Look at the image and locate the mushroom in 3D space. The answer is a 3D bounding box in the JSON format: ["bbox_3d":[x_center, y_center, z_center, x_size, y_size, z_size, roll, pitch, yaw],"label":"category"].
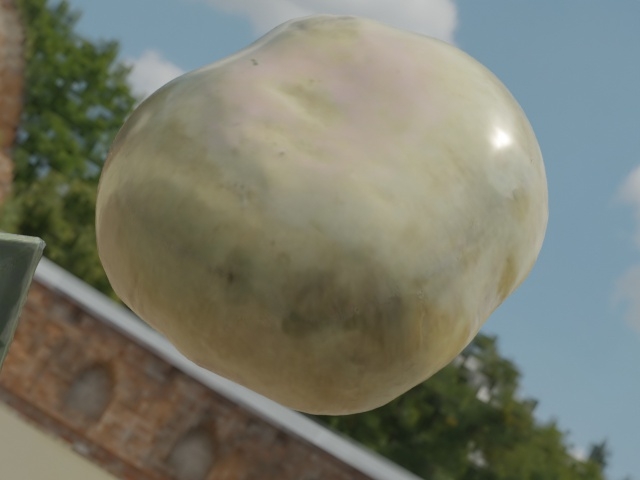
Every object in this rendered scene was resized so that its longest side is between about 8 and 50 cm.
[{"bbox_3d":[0.000,0.000,1.004,0.260,0.254,0.234,5,-41,-2],"label":"mushroom"}]

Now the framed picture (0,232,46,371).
[{"bbox_3d":[-0.243,0.102,0.643,0.216,0.273,0.016,9,25,-34],"label":"framed picture"}]
